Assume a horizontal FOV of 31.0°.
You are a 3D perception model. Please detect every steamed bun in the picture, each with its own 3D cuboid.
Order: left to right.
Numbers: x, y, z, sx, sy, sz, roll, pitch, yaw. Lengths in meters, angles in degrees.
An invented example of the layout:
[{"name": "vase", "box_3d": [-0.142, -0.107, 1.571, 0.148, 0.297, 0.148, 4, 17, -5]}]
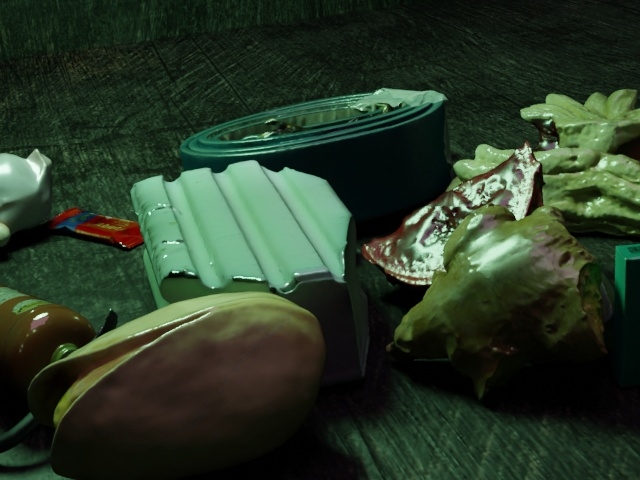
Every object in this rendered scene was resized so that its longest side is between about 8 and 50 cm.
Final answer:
[{"name": "steamed bun", "box_3d": [0.418, -0.125, 1.735, 0.428, 0.189, 0.247, 6, 17, 28]}]

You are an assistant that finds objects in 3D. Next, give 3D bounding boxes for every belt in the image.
[{"name": "belt", "box_3d": [-0.002, -0.130, 1.842, 0.437, 0.173, 0.300, -10, 19, -13]}]

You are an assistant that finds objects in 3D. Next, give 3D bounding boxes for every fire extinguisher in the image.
[{"name": "fire extinguisher", "box_3d": [-0.366, 0.145, 1.344, 0.376, 0.200, 0.113, 10, -14, 46]}]

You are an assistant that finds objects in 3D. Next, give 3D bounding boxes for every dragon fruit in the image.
[{"name": "dragon fruit", "box_3d": [0.205, 0.029, 1.483, 0.262, 0.134, 0.211, -30, 35, 15]}]

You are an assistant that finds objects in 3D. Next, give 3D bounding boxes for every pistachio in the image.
[{"name": "pistachio", "box_3d": [-0.137, 0.143, 1.162, 0.299, 0.187, 0.187, -16, 24, -19]}]

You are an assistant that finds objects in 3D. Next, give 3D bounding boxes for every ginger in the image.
[{"name": "ginger", "box_3d": [0.182, 0.070, 1.289, 0.270, 0.218, 0.123, -15, -24, 21]}]

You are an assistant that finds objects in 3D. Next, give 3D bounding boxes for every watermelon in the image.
[{"name": "watermelon", "box_3d": [0.285, 0.087, 1.323, 0.158, 0.121, 0.098, -9, 40, -1]}]

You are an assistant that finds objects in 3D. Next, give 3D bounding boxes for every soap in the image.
[{"name": "soap", "box_3d": [-0.085, 0.034, 1.470, 0.262, 0.156, 0.446, -10, 22, -12]}]

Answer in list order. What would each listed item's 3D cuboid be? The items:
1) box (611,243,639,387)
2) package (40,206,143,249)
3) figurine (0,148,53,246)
[{"name": "box", "box_3d": [0.432, 0.073, 1.246, 0.227, 0.160, 0.042, -6, 25, -2]}, {"name": "package", "box_3d": [-0.353, -0.021, 1.853, 0.200, 0.022, 0.083, 12, 28, 34]}, {"name": "figurine", "box_3d": [-0.551, -0.056, 1.823, 0.276, 0.133, 0.200, -20, 33, -22]}]
